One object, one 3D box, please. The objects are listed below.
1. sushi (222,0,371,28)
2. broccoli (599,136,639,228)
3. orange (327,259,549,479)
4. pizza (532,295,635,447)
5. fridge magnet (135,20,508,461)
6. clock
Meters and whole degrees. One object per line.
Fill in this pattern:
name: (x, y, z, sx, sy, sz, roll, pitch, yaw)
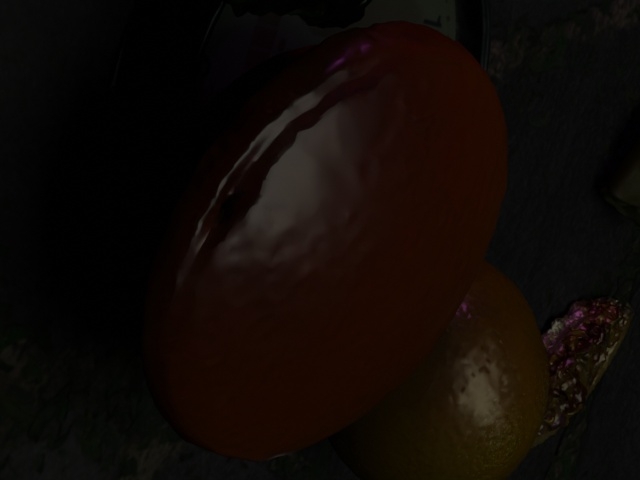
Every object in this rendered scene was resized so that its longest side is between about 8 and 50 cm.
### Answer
sushi: (-0.094, -0.263, 1.210, 0.178, 0.294, 0.352, -67, 167, 9)
broccoli: (0.457, -0.209, 1.984, 0.397, 0.275, 0.353, -22, 109, -16)
orange: (0.098, 0.122, 1.705, 0.236, 0.236, 0.236, -25, 127, -39)
pizza: (0.256, 0.150, 2.026, 0.246, 0.058, 0.127, -35, 132, -35)
fridge magnet: (0.000, 0.000, 1.441, 0.363, 0.155, 0.364, -32, 139, -33)
clock: (-0.004, -0.127, 1.568, 0.386, 0.076, 0.386, -25, 127, -39)
